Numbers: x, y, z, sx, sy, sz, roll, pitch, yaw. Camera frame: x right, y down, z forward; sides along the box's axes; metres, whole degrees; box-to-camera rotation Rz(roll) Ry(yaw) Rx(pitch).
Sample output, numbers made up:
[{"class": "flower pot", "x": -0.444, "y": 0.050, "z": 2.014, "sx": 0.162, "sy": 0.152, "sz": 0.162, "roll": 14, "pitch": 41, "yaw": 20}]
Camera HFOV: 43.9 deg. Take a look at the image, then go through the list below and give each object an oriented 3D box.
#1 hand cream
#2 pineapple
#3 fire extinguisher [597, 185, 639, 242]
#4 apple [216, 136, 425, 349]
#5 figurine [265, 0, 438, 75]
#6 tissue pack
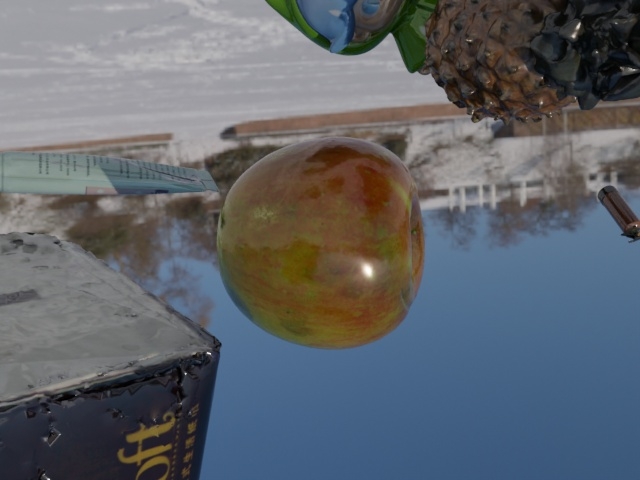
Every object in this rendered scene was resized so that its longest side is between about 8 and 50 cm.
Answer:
[{"class": "hand cream", "x": -0.312, "y": -0.094, "z": 1.113, "sx": 0.331, "sy": 0.058, "sz": 0.085, "roll": -1, "pitch": -158, "yaw": -20}, {"class": "pineapple", "x": 0.242, "y": -0.173, "z": 0.668, "sx": 0.165, "sy": 0.166, "sz": 0.364, "roll": -8, "pitch": -169, "yaw": -29}, {"class": "fire extinguisher", "x": 0.315, "y": -0.025, "z": 0.832, "sx": 0.028, "sy": 0.022, "sz": 0.083, "roll": -6, "pitch": -140, "yaw": -6}, {"class": "apple", "x": 0.000, "y": 0.000, "z": 0.906, "sx": 0.226, "sy": 0.246, "sz": 0.246, "roll": 1, "pitch": -171, "yaw": 13}, {"class": "figurine", "x": 0.069, "y": -0.274, "z": 0.893, "sx": 0.263, "sy": 0.162, "sz": 0.143, "roll": 21, "pitch": -172, "yaw": -10}, {"class": "tissue pack", "x": -0.207, "y": 0.187, "z": 0.450, "sx": 0.210, "sy": 0.370, "sz": 0.198, "roll": -7, "pitch": -153, "yaw": -40}]
